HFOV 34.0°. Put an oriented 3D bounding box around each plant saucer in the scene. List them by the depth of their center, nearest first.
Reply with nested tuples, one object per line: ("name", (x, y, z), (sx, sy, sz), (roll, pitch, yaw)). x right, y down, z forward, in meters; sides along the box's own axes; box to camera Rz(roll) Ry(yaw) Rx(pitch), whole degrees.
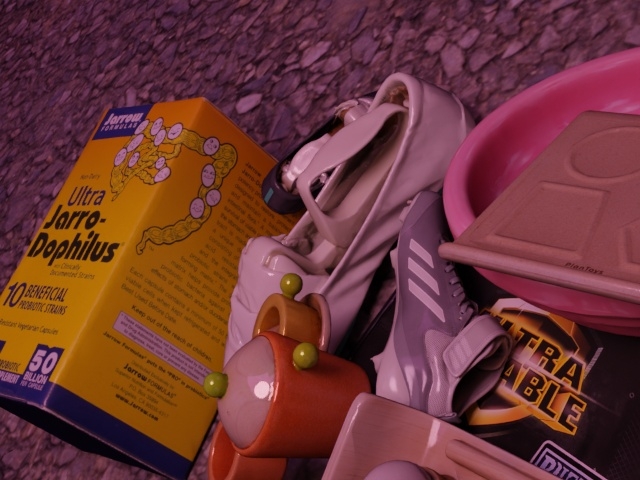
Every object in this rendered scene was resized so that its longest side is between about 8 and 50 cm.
("plant saucer", (0.259, -0.040, 0.771), (0.332, 0.084, 0.332), (-14, 31, 9))

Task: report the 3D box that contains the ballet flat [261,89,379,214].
("ballet flat", (0.021, -0.103, 1.116), (0.203, 0.074, 0.074), (-39, 35, -13))

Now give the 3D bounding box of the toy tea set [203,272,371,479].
("toy tea set", (-0.077, 0.194, 0.857), (0.200, 0.124, 0.336), (36, 109, 65))

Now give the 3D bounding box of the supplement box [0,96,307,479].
("supplement box", (-0.194, 0.047, 1.140), (0.194, 0.195, 0.357), (2, 60, 46))

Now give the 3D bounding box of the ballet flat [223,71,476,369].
("ballet flat", (0.000, 0.000, 1.038), (0.400, 0.139, 0.139), (-54, 37, -5))

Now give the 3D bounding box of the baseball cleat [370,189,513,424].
("baseball cleat", (0.104, 0.051, 0.830), (0.109, 0.072, 0.206), (-3, 62, 29))

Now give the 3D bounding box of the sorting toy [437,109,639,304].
("sorting toy", (0.207, -0.020, 0.662), (0.193, 0.038, 0.208), (14, 41, 43))

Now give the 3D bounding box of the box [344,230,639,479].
("box", (0.156, 0.128, 0.817), (0.257, 0.079, 0.322), (-55, 38, -3))

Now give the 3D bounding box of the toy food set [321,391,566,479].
("toy food set", (0.094, 0.246, 0.648), (0.306, 0.092, 0.220), (20, 88, 49))
